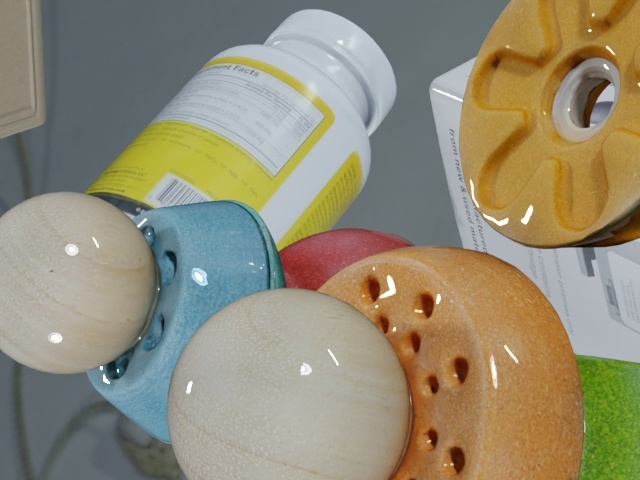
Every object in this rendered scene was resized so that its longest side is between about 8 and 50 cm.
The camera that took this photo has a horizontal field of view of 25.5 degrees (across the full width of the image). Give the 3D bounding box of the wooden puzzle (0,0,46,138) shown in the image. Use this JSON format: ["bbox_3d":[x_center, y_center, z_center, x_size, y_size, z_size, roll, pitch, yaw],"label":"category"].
[{"bbox_3d":[-0.353,-0.200,1.396,0.044,0.239,0.221,11,112,23],"label":"wooden puzzle"}]

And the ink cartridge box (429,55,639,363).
[{"bbox_3d":[0.211,-0.021,0.540,0.207,0.117,0.283,-29,32,-20],"label":"ink cartridge box"}]

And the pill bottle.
[{"bbox_3d":[-0.039,-0.032,0.705,0.103,0.103,0.184,24,55,23],"label":"pill bottle"}]

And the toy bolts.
[{"bbox_3d":[0.000,0.000,0.439,0.228,0.158,0.218,-6,71,52],"label":"toy bolts"}]
